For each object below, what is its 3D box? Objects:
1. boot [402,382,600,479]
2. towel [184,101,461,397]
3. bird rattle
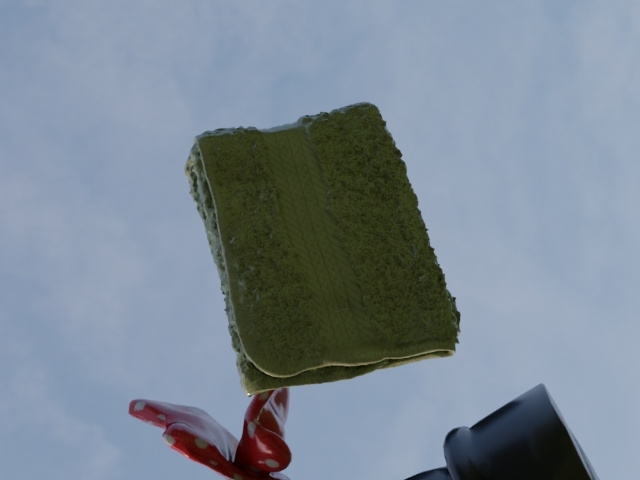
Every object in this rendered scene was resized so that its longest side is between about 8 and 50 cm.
[{"bbox_3d":[0.032,0.241,0.437,0.260,0.131,0.348,-29,-91,5],"label":"boot"},{"bbox_3d":[0.000,0.000,0.667,0.110,0.027,0.148,-12,-121,-8],"label":"towel"},{"bbox_3d":[-0.018,0.198,0.796,0.143,0.253,0.207,-30,-43,-15],"label":"bird rattle"}]
